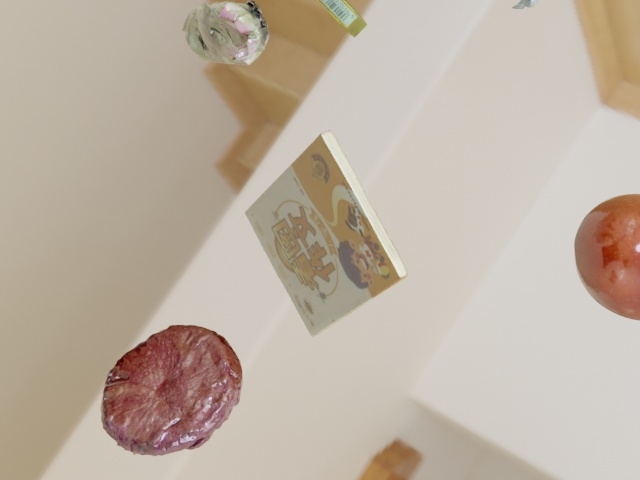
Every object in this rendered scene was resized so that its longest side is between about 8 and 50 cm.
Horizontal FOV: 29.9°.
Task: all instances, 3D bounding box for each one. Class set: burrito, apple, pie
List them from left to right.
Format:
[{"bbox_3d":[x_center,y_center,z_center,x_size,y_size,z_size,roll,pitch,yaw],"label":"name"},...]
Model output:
[{"bbox_3d":[-0.148,0.148,1.190,0.154,0.154,0.036,26,157,35],"label":"pie"},{"bbox_3d":[-0.137,-0.297,1.707,0.096,0.066,0.309,69,167,-13],"label":"burrito"},{"bbox_3d":[0.439,0.021,1.662,0.168,0.181,0.181,20,162,49],"label":"apple"}]

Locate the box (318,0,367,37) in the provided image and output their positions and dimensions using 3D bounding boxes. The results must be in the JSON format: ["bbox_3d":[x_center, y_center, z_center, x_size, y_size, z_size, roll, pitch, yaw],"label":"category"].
[{"bbox_3d":[-0.003,-0.369,1.719,0.121,0.030,0.193,42,-169,-28],"label":"box"}]

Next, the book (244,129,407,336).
[{"bbox_3d":[0.000,0.000,1.590,0.208,0.020,0.295,61,151,6],"label":"book"}]

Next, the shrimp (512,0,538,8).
[{"bbox_3d":[0.260,-0.378,1.370,0.166,0.410,0.221,152,106,-68],"label":"shrimp"}]
